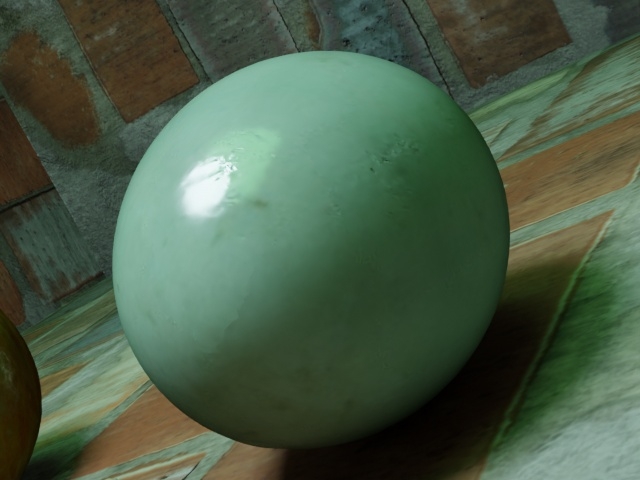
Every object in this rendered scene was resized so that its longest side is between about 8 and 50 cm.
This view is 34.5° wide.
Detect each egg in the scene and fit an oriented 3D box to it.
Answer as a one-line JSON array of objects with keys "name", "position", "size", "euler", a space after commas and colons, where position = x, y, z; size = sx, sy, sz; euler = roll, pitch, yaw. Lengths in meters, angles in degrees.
[{"name": "egg", "position": [0.000, 0.000, 0.762], "size": [0.276, 0.276, 0.389], "euler": [-25, 6, 20]}]

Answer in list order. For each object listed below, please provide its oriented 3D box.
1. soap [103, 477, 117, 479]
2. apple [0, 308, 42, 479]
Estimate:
[{"name": "soap", "position": [-0.215, 0.248, 0.587], "size": [0.173, 0.089, 0.274], "euler": [-27, 8, 15]}, {"name": "apple", "position": [-0.493, 0.180, 1.064], "size": [0.400, 0.333, 0.400], "euler": [-26, 8, 4]}]
